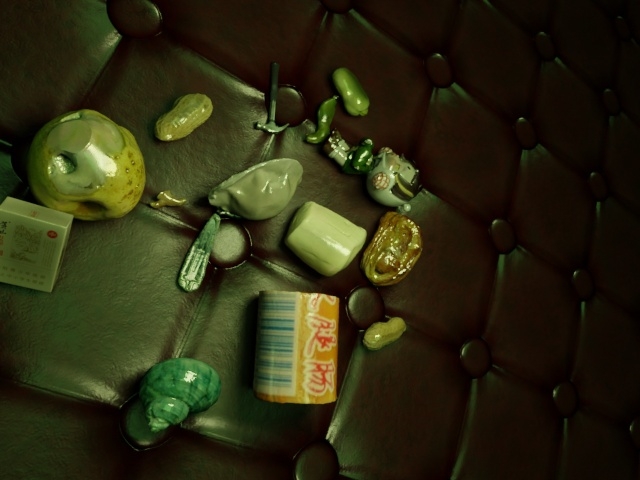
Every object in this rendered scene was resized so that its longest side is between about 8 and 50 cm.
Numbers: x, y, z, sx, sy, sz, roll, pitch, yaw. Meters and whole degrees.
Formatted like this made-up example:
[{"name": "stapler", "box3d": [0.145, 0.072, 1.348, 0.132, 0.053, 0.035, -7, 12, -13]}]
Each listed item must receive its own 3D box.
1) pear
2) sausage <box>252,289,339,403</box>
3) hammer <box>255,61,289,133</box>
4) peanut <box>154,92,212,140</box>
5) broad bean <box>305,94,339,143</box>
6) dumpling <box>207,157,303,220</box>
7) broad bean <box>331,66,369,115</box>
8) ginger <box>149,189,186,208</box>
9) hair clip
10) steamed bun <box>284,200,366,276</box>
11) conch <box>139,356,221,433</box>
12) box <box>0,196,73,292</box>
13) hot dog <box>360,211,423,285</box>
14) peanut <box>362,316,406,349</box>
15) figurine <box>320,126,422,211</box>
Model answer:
[{"name": "pear", "box3d": [-0.555, -0.178, 1.079, 0.271, 0.271, 0.270, 5, 79, -25]}, {"name": "sausage", "box3d": [-0.065, 0.284, 1.230, 0.233, 0.233, 0.286, 7, 77, -25]}, {"name": "hammer", "box3d": [-0.145, -0.455, 1.431, 0.103, 0.029, 0.246, 10, 76, -24]}, {"name": "peanut", "box3d": [-0.387, -0.349, 1.262, 0.194, 0.083, 0.093, -44, 101, -25]}, {"name": "broad bean", "box3d": [0.011, -0.401, 1.483, 0.070, 0.048, 0.213, 35, 64, -22]}, {"name": "dumpling", "box3d": [-0.166, -0.137, 1.269, 0.293, 0.205, 0.163, -14, 99, -36]}, {"name": "broad bean", "box3d": [0.108, -0.502, 1.519, 0.124, 0.082, 0.174, -23, 91, -60]}, {"name": "ginger", "box3d": [-0.422, -0.116, 1.237, 0.097, 0.030, 0.048, -9, 113, -24]}, {"name": "hair clip", "box3d": [-0.332, 0.033, 1.250, 0.066, 0.036, 0.229, 23, 78, -16]}, {"name": "steamed bun", "box3d": [0.000, 0.000, 1.365, 0.226, 0.170, 0.200, 36, 35, 1]}, {"name": "conch", "box3d": [-0.354, 0.385, 1.124, 0.196, 0.134, 0.202, 47, 64, -10]}, {"name": "box", "box3d": [-0.658, 0.015, 1.016, 0.141, 0.201, 0.058, 17, 29, -21]}, {"name": "hot dog", "box3d": [0.240, 0.027, 1.486, 0.175, 0.114, 0.259, 35, 67, -16]}, {"name": "peanut", "box3d": [0.207, 0.295, 1.449, 0.175, 0.080, 0.080, -18, 90, -31]}, {"name": "figurine", "box3d": [0.175, -0.235, 1.478, 0.370, 0.167, 0.281, 31, 33, -9]}]
